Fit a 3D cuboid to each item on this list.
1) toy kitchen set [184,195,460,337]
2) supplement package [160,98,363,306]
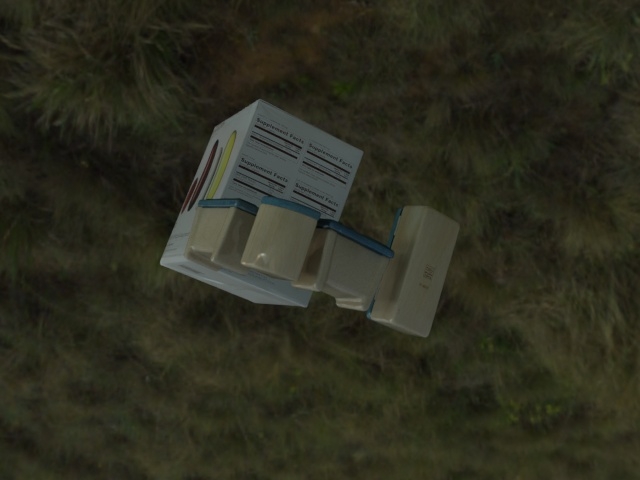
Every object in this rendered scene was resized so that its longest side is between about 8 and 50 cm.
[{"bbox_3d":[0.000,0.000,0.771,0.207,0.122,0.166,26,167,-34],"label":"toy kitchen set"},{"bbox_3d":[-0.080,-0.038,0.961,0.149,0.203,0.194,25,168,-21],"label":"supplement package"}]
